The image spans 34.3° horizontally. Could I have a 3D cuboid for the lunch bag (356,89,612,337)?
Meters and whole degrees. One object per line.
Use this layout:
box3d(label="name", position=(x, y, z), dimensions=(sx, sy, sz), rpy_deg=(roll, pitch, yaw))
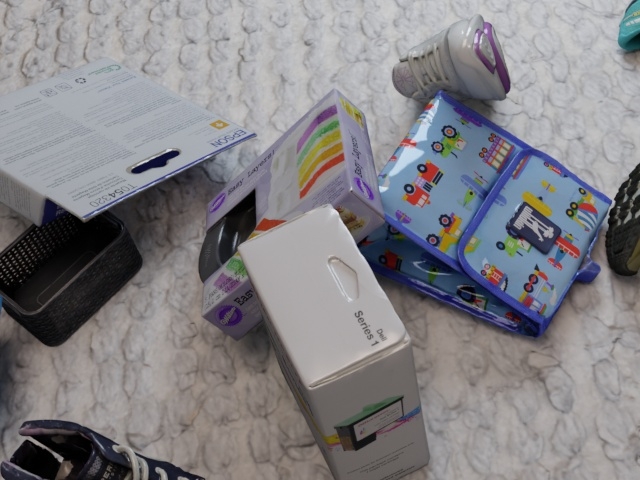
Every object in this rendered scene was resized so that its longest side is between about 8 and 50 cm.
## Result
box3d(label="lunch bag", position=(0.216, -0.018, 1.325), dimensions=(0.293, 0.138, 0.221), rpy_deg=(29, 59, 10))

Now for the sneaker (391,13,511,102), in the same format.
box3d(label="sneaker", position=(0.173, -0.225, 1.408), dimensions=(0.152, 0.305, 0.114), rpy_deg=(-16, 92, 7))

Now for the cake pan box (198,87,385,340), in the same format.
box3d(label="cake pan box", position=(-0.044, -0.033, 1.299), dimensions=(0.267, 0.070, 0.246), rpy_deg=(-39, 28, 24))

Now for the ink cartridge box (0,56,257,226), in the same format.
box3d(label="ink cartridge box", position=(-0.317, -0.133, 1.464), dimensions=(0.330, 0.071, 0.324), rpy_deg=(30, 42, 28))

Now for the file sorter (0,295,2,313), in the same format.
box3d(label="file sorter", position=(-0.474, 0.157, 1.296), dimensions=(0.104, 0.118, 0.170), rpy_deg=(17, 47, -29))

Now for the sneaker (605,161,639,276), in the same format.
box3d(label="sneaker", position=(0.526, -0.093, 1.300), dimensions=(0.182, 0.158, 0.410), rpy_deg=(41, 82, 2))

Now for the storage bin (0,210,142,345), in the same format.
box3d(label="storage bin", position=(-0.346, 0.037, 1.404), dimensions=(0.122, 0.084, 0.180), rpy_deg=(32, 66, 29))

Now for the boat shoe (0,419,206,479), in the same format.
box3d(label="boat shoe", position=(-0.193, 0.293, 1.140), dimensions=(0.340, 0.158, 0.127), rpy_deg=(8, 56, 16))

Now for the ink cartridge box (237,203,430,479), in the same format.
box3d(label="ink cartridge box", position=(0.019, 0.129, 1.144), dimensions=(0.117, 0.278, 0.201), rpy_deg=(-24, 53, -8))

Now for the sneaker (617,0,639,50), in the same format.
box3d(label="sneaker", position=(0.554, -0.275, 1.467), dimensions=(0.275, 0.107, 0.110), rpy_deg=(26, 82, 31))
